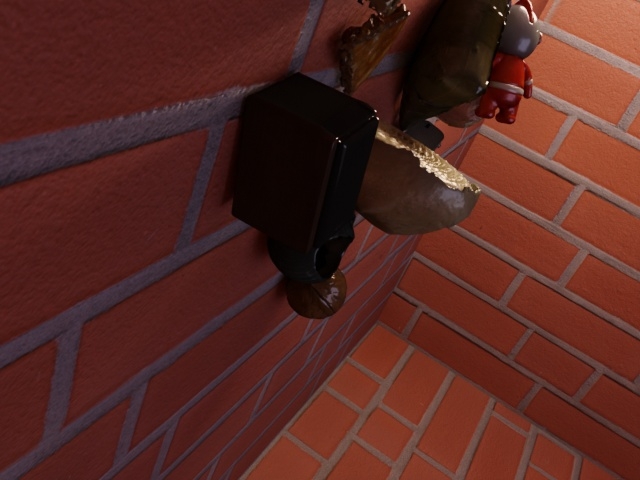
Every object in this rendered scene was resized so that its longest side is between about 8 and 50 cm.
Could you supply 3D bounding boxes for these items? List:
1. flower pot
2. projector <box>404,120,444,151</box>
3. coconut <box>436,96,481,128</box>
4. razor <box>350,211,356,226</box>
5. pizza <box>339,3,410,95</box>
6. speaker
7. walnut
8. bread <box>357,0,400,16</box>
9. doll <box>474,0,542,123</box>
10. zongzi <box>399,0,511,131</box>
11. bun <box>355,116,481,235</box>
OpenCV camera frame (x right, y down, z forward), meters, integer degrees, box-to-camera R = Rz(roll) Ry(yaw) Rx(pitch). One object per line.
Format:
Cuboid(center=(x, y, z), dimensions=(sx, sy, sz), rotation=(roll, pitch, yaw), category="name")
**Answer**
Cuboid(center=(-0.022, -0.001, 1.386), dimensions=(0.189, 0.157, 0.243), rotation=(-58, 167, 5), category="flower pot")
Cuboid(center=(0.234, -0.213, 1.811), dimensions=(0.250, 0.108, 0.198), rotation=(-46, 173, -38), category="projector")
Cuboid(center=(0.427, -0.459, 1.780), dimensions=(0.245, 0.233, 0.233), rotation=(-53, 165, -7), category="coconut")
Cuboid(center=(0.000, 0.000, 1.680), dimensions=(0.232, 0.068, 0.106), rotation=(-39, 156, -35), category="razor")
Cuboid(center=(0.081, -0.368, 1.162), dimensions=(0.201, 0.053, 0.193), rotation=(-50, 169, 15), category="pizza")
Cuboid(center=(-0.031, -0.130, 1.038), dimensions=(0.153, 0.193, 0.230), rotation=(-41, 154, -46), category="speaker")
Cuboid(center=(-0.011, 0.133, 1.692), dimensions=(0.167, 0.167, 0.207), rotation=(-56, 167, -7), category="walnut")
Cuboid(center=(0.125, -0.496, 0.936), dimensions=(0.246, 0.111, 0.239), rotation=(-56, 165, -4), category="bread")
Cuboid(center=(0.490, -0.480, 1.632), dimensions=(0.200, 0.105, 0.336), rotation=(6, 101, -28), category="doll")
Cuboid(center=(0.326, -0.482, 1.601), dimensions=(0.393, 0.174, 0.356), rotation=(153, -40, -77), category="zongzi")
Cuboid(center=(0.169, -0.129, 1.420), dimensions=(0.202, 0.364, 0.364), rotation=(-59, 166, 18), category="bun")
